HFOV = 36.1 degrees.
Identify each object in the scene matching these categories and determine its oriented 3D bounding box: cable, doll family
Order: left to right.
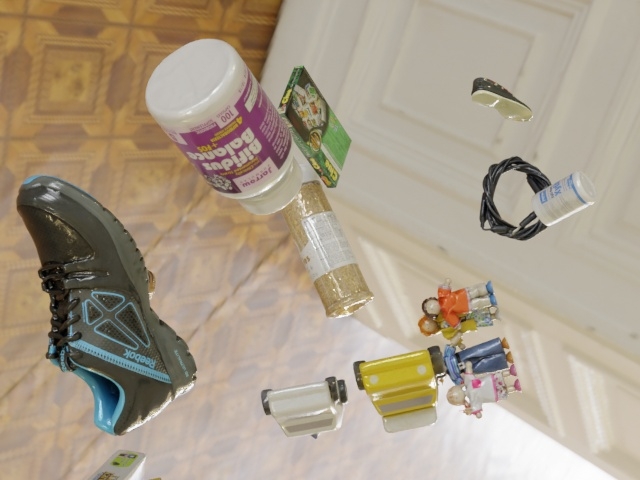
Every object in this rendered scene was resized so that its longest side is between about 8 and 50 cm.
[{"bbox_3d":[0.269,0.199,1.840,0.118,0.163,0.263,18,57,-79],"label":"doll family"},{"bbox_3d":[0.413,-0.093,2.050,0.047,0.151,0.184,57,42,-65],"label":"cable"}]

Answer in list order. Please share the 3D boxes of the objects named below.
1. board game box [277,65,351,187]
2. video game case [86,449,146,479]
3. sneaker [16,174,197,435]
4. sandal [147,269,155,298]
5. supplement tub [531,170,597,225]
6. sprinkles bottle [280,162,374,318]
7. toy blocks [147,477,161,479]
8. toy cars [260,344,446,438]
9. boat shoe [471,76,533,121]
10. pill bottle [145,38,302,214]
[{"bbox_3d":[-0.010,-0.243,2.131,0.259,0.030,0.136,53,45,-46],"label":"board game box"},{"bbox_3d":[-0.367,0.524,1.679,0.244,0.061,0.269,-36,132,-84],"label":"video game case"},{"bbox_3d":[-0.277,0.081,1.188,0.140,0.125,0.341,-41,112,-35],"label":"sneaker"},{"bbox_3d":[-0.358,0.096,1.959,0.219,0.060,0.090,128,-23,-83],"label":"sandal"},{"bbox_3d":[0.467,-0.081,1.877,0.107,0.071,0.071,-32,158,33],"label":"supplement tub"},{"bbox_3d":[0.000,0.000,2.262,0.121,0.355,0.121,-23,165,-7],"label":"sprinkles bottle"},{"bbox_3d":[-0.331,0.652,2.040,0.381,0.261,0.190,9,103,-60],"label":"toy blocks"},{"bbox_3d":[0.043,0.207,1.234,0.176,0.394,0.087,-2,75,-34],"label":"toy cars"},{"bbox_3d":[0.322,-0.248,1.726,0.133,0.049,0.042,21,58,-26],"label":"boat shoe"},{"bbox_3d":[-0.146,-0.175,1.627,0.169,0.169,0.301,-51,139,-12],"label":"pill bottle"}]
